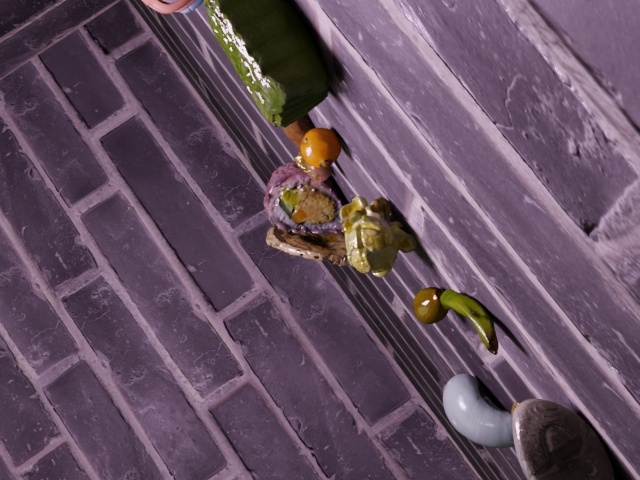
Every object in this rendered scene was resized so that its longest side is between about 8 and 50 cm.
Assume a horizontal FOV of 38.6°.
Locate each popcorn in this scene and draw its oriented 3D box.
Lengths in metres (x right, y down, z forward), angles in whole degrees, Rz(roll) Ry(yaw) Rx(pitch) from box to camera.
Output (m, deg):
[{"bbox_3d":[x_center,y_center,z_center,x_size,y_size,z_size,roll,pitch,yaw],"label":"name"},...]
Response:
[{"bbox_3d":[0.100,-0.001,1.776,0.162,0.141,0.135,29,142,-8],"label":"popcorn"}]

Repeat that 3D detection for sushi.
[{"bbox_3d":[-0.018,-0.107,2.208,0.107,0.241,0.161,-111,28,-63],"label":"sushi"}]

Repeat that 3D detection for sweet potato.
[{"bbox_3d":[-0.055,-0.256,1.967,0.281,0.059,0.067,60,-152,-20],"label":"sweet potato"}]

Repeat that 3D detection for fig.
[{"bbox_3d":[0.225,0.126,1.830,0.074,0.074,0.088,53,153,14],"label":"fig"}]

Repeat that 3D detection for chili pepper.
[{"bbox_3d":[0.268,0.133,1.621,0.052,0.050,0.201,39,-176,-27],"label":"chili pepper"}]

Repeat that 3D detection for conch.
[{"bbox_3d":[0.376,0.407,2.119,0.185,0.121,0.221,16,-159,-47],"label":"conch"}]

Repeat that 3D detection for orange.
[{"bbox_3d":[0.000,-0.184,1.809,0.083,0.083,0.083,54,174,8],"label":"orange"}]

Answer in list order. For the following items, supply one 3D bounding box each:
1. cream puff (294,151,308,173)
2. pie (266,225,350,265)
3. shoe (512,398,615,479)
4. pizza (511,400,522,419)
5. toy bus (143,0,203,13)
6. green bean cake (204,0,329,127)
[{"bbox_3d":[-0.015,-0.182,2.118,0.058,0.083,0.083,-67,29,29],"label":"cream puff"},{"bbox_3d":[0.000,0.000,2.241,0.274,0.274,0.055,-136,49,-63],"label":"pie"},{"bbox_3d":[0.419,0.406,1.546,0.342,0.132,0.210,52,172,-5],"label":"shoe"},{"bbox_3d":[0.427,0.389,1.869,0.099,0.036,0.160,50,173,41],"label":"pizza"},{"bbox_3d":[-0.336,-0.569,1.846,0.232,0.194,0.287,49,179,-38],"label":"toy bus"},{"bbox_3d":[-0.088,-0.318,1.534,0.248,0.125,0.222,54,174,5],"label":"green bean cake"}]
